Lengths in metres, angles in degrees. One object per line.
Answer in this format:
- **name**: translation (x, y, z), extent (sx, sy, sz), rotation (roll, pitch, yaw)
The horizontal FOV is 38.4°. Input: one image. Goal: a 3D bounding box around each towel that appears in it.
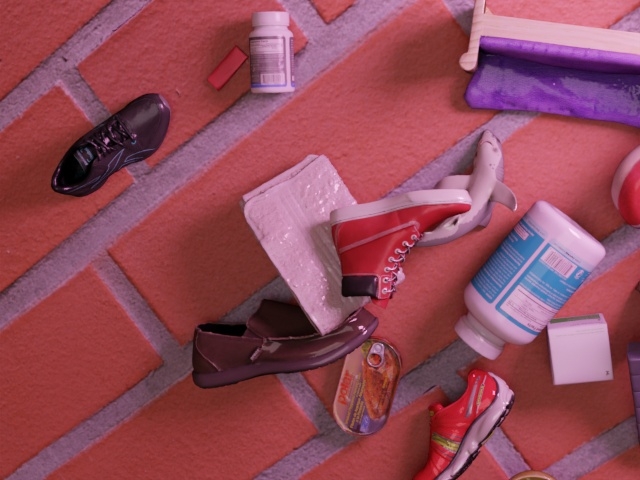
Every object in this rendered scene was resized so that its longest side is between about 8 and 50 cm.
- **towel**: translation (0.000, 0.000, 1.590), extent (0.187, 0.049, 0.282), rotation (-33, 80, -10)

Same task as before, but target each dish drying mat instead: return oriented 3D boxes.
- **dish drying mat**: translation (-0.168, -0.310, 1.651), extent (0.032, 0.008, 0.083), rotation (44, 103, 1)

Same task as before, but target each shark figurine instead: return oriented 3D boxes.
- **shark figurine**: translation (0.240, -0.038, 1.573), extent (0.278, 0.116, 0.166), rotation (-42, 56, 7)

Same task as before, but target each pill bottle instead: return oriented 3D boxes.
- **pill bottle**: translation (0.341, 0.073, 1.542), extent (0.146, 0.146, 0.264), rotation (39, 104, 3)
- **pill bottle**: translation (-0.085, -0.326, 1.596), extent (0.078, 0.078, 0.137), rotation (1, 99, 11)

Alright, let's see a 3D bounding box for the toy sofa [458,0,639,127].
- **toy sofa**: translation (0.408, -0.278, 1.470), extent (0.362, 0.150, 0.177), rotation (10, 100, 9)

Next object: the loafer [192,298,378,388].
- **loafer**: translation (-0.078, 0.168, 1.646), extent (0.365, 0.134, 0.130), rotation (-16, 96, 13)

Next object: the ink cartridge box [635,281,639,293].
- **ink cartridge box**: translation (0.623, 0.032, 1.455), extent (0.088, 0.193, 0.235), rotation (36, 104, 1)

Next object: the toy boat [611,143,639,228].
- **toy boat**: translation (0.581, -0.096, 1.447), extent (0.231, 0.151, 0.151), rotation (-39, 54, 18)

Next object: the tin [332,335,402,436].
- **tin**: translation (0.086, 0.266, 1.681), extent (0.106, 0.040, 0.190), rotation (16, 102, 4)

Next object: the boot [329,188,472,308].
- **boot**: translation (0.140, 0.015, 1.500), extent (0.244, 0.088, 0.176), rotation (-14, 77, 23)

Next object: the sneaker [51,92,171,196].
- **sneaker**: translation (-0.381, -0.166, 1.668), extent (0.267, 0.106, 0.101), rotation (-40, 89, 13)

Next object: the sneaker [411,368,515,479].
- **sneaker**: translation (0.233, 0.348, 1.649), extent (0.118, 0.107, 0.279), rotation (40, 102, 22)

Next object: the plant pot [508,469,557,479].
- **plant pot**: translation (0.378, 0.460, 1.624), extent (0.134, 0.095, 0.134), rotation (2, 100, 11)

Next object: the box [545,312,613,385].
- **box**: translation (0.441, 0.186, 1.570), extent (0.101, 0.087, 0.102), rotation (-7, 98, 12)

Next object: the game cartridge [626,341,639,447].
- **game cartridge**: translation (0.693, 0.255, 1.486), extent (0.355, 0.068, 0.230), rotation (-6, 119, 20)
